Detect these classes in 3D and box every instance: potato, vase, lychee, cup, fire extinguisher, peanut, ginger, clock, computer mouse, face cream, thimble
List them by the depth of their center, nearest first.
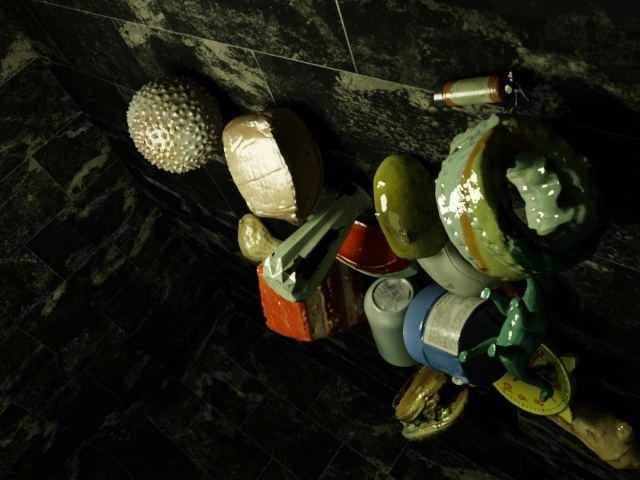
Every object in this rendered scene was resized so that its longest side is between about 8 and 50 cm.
[{"bbox_3d":[0.336,-0.074,0.941,0.288,0.254,0.167,56,155,-5],"label":"thimble"},{"bbox_3d":[0.278,-0.256,0.950,0.177,0.050,0.062,13,128,52],"label":"fire extinguisher"},{"bbox_3d":[0.193,-0.063,1.292,0.160,0.111,0.272,3,114,49],"label":"potato"},{"bbox_3d":[0.320,0.042,1.401,0.296,0.121,0.184,41,161,-7],"label":"computer mouse"},{"bbox_3d":[0.389,0.255,1.513,0.249,0.249,0.225,50,162,-26],"label":"face cream"},{"bbox_3d":[0.000,0.000,1.518,0.165,0.360,0.165,35,160,15],"label":"vase"},{"bbox_3d":[0.579,0.372,1.556,0.293,0.071,0.277,13,123,51],"label":"clock"},{"bbox_3d":[0.777,0.526,1.588,0.353,0.126,0.190,32,154,20],"label":"ginger"},{"bbox_3d":[-0.433,-0.358,1.658,0.300,0.300,0.300,34,159,15],"label":"lychee"},{"bbox_3d":[0.260,0.260,1.833,0.205,0.205,0.312,25,154,34],"label":"cup"},{"bbox_3d":[-0.238,0.025,2.287,0.291,0.159,0.143,43,-175,-8],"label":"peanut"}]

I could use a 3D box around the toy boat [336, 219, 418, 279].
[{"bbox_3d":[0.150,0.028,1.650,0.331,0.145,0.133,24,177,42],"label":"toy boat"}]

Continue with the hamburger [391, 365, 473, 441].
[{"bbox_3d":[0.432,0.609,2.106,0.195,0.318,0.277,49,153,0],"label":"hamburger"}]

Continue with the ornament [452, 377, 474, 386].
[{"bbox_3d":[0.477,0.387,1.774,0.177,0.177,0.178,34,159,15],"label":"ornament"}]

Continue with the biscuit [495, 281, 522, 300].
[{"bbox_3d":[0.489,0.133,1.438,0.078,0.015,0.091,13,147,54],"label":"biscuit"}]

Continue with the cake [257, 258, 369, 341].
[{"bbox_3d":[-0.018,0.170,1.864,0.270,0.319,0.270,12,118,52],"label":"cake"}]

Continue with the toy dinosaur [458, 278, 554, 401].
[{"bbox_3d":[0.539,0.226,1.368,0.330,0.384,0.129,14,-162,-25],"label":"toy dinosaur"}]

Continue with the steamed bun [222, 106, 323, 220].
[{"bbox_3d":[-0.105,-0.214,1.505,0.251,0.199,0.302,-1,115,42],"label":"steamed bun"}]
